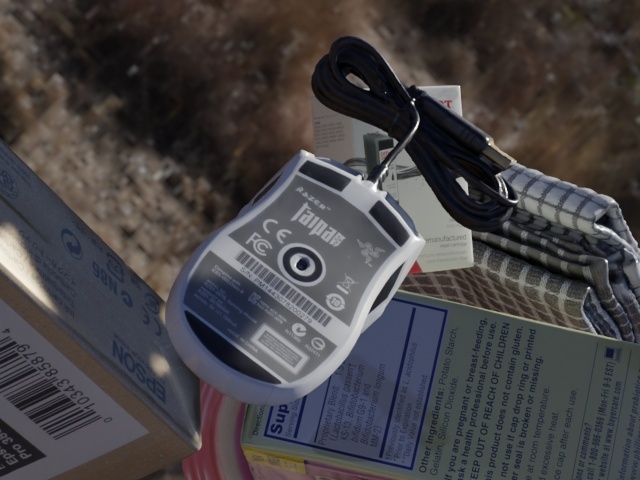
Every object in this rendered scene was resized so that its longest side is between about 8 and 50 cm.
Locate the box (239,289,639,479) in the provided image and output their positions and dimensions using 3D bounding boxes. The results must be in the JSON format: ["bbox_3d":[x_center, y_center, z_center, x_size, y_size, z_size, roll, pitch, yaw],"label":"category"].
[{"bbox_3d":[0.082,0.123,1.058,0.243,0.117,0.213,13,-16,4],"label":"box"}]

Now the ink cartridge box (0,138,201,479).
[{"bbox_3d":[-0.199,0.050,0.797,0.234,0.193,0.088,48,23,-39],"label":"ink cartridge box"}]

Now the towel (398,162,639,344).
[{"bbox_3d":[0.172,0.046,1.362,0.235,0.121,0.283,24,-16,36],"label":"towel"}]

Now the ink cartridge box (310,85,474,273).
[{"bbox_3d":[0.052,-0.043,1.170,0.099,0.135,0.056,-6,2,-30],"label":"ink cartridge box"}]

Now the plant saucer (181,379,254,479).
[{"bbox_3d":[0.016,0.212,1.718,0.332,0.332,0.084,49,-5,7],"label":"plant saucer"}]

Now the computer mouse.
[{"bbox_3d":[0.000,0.000,0.638,0.106,0.042,0.193,39,49,4],"label":"computer mouse"}]
